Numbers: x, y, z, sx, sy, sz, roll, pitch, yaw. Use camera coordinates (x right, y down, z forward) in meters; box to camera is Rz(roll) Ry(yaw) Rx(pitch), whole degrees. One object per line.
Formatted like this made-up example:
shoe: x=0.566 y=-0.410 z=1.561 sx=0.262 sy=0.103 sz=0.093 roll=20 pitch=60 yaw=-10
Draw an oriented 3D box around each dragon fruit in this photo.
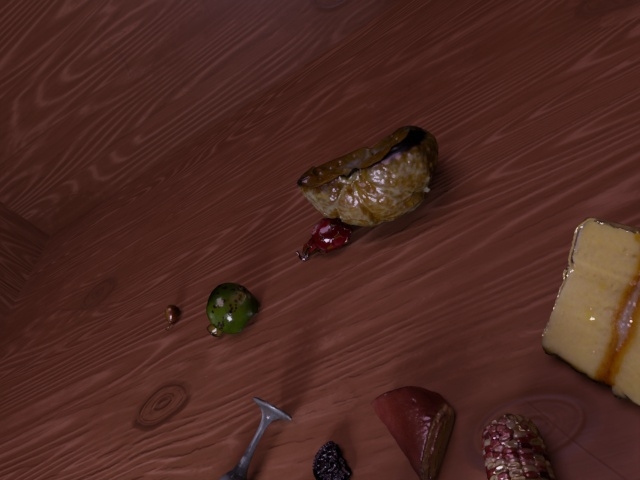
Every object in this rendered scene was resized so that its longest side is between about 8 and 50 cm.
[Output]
dragon fruit: x=0.000 y=0.000 z=1.458 sx=0.190 sy=0.094 sz=0.094 roll=-30 pitch=36 yaw=26

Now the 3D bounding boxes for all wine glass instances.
wine glass: x=-0.232 y=0.487 z=1.164 sx=0.264 sy=0.096 sz=0.310 roll=5 pitch=58 yaw=45

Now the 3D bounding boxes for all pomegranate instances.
pomegranate: x=-0.266 y=0.196 z=1.483 sx=0.169 sy=0.122 sz=0.143 roll=-38 pitch=64 yaw=2

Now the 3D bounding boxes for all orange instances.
orange: x=0.144 y=-0.151 z=1.362 sx=0.368 sy=0.211 sz=0.271 roll=-20 pitch=24 yaw=30

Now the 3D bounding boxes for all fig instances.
fig: x=-0.487 y=0.251 z=1.718 sx=0.050 sy=0.050 sz=0.084 roll=-2 pitch=70 yaw=44

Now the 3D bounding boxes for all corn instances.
corn: x=0.298 y=0.390 z=0.744 sx=0.098 sy=0.098 sz=0.290 roll=-27 pitch=41 yaw=23

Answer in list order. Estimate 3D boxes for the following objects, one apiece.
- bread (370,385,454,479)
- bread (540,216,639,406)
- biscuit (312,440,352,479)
bread: x=0.175 y=0.322 z=0.957 sx=0.119 sy=0.067 sz=0.192 roll=-44 pitch=35 yaw=-1
bread: x=0.473 y=0.113 z=0.786 sx=0.236 sy=0.198 sz=0.263 roll=-54 pitch=34 yaw=-3
biscuit: x=0.023 y=0.435 z=1.025 sx=0.089 sy=0.027 sz=0.087 roll=-11 pitch=47 yaw=39
